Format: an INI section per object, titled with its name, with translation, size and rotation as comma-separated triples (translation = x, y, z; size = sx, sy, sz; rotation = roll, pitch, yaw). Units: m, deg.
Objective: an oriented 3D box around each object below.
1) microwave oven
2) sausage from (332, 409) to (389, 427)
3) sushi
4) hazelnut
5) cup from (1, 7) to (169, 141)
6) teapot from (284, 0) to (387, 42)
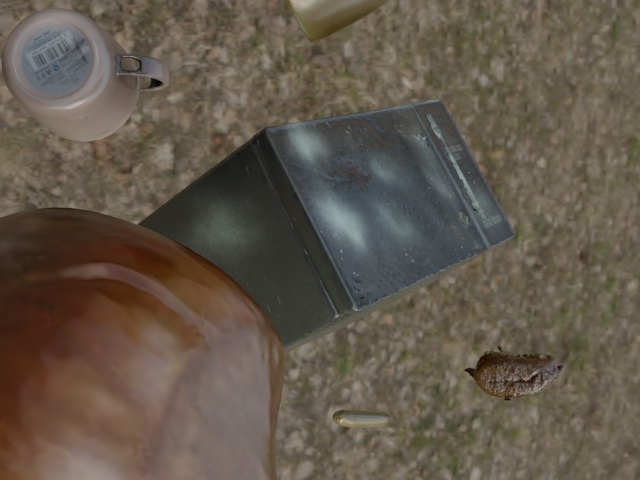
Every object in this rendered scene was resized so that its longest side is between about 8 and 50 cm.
[microwave oven]
translation = 0.000, 0.000, 1.324
size = 0.432, 0.374, 0.236
rotation = -18, 80, -52
[sausage]
translation = 0.055, 0.243, 1.315
size = 0.132, 0.024, 0.024
rotation = 16, 83, -57
[sushi]
translation = 0.233, 0.161, 1.173
size = 0.060, 0.118, 0.061
rotation = -34, 133, -70
[hazelnut]
translation = -0.209, 0.147, 0.813
size = 0.315, 0.372, 0.372
rotation = 113, -6, -79
[cup]
translation = -0.378, -0.272, 1.575
size = 0.200, 0.253, 0.191
rotation = 105, -16, -87
[teapot]
translation = 0.019, -0.311, 0.939
size = 0.175, 0.268, 0.185
rotation = -32, 109, 7
